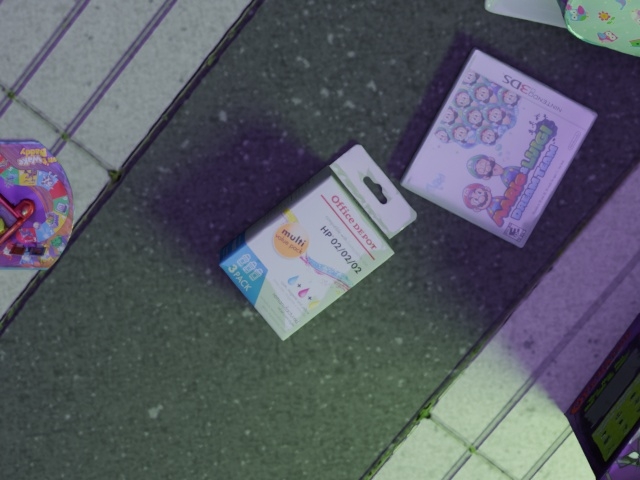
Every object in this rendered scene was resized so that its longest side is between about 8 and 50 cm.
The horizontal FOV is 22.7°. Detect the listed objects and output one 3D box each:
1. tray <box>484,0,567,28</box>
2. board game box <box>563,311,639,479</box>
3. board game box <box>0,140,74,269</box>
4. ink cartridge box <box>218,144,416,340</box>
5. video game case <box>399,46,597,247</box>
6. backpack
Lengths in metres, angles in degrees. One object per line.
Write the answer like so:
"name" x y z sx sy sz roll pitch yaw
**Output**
"tray" 0.305 -0.260 1.536 0.270 0.030 0.145 12 129 -4
"board game box" 0.368 0.075 1.544 0.056 0.208 0.347 32 101 -11
"board game box" -0.332 -0.032 1.590 0.168 0.033 0.133 1 103 -2
"ink cartridge box" 0.000 0.000 1.591 0.181 0.061 0.104 -39 101 7
"video game case" 0.178 -0.092 1.597 0.143 0.019 0.157 27 101 -7
"backpack" 0.308 -0.236 1.463 0.182 0.115 0.152 15 133 -3
